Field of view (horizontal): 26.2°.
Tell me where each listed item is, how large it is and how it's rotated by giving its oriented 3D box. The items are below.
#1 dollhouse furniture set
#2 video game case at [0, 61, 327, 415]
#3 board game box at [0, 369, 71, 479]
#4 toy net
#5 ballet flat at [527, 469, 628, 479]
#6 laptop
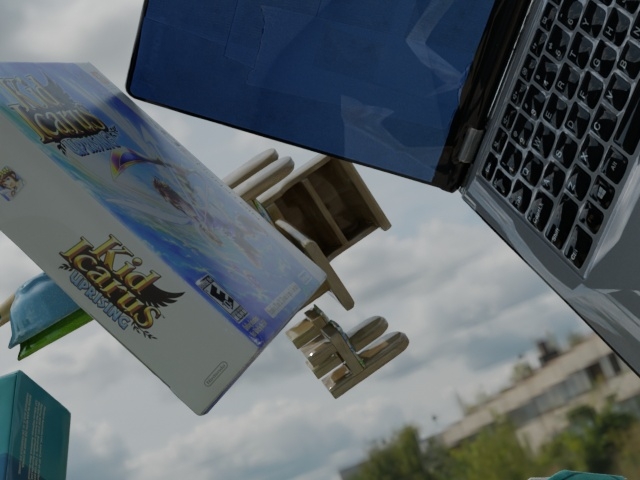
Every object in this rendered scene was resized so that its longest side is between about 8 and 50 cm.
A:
[{"bbox_3d":[0.000,0.000,1.354,0.161,0.212,0.242,-35,15,-5],"label":"dollhouse furniture set"},{"bbox_3d":[-0.120,-0.018,0.900,0.061,0.244,0.269,-49,-1,11],"label":"video game case"},{"bbox_3d":[-0.357,0.262,1.035,0.336,0.253,0.079,-17,-40,18],"label":"board game box"},{"bbox_3d":[-0.239,0.076,0.950,0.122,0.045,0.232,-33,5,-36],"label":"toy net"},{"bbox_3d":[0.124,0.356,0.992,0.147,0.408,0.147,19,-23,8],"label":"ballet flat"},{"bbox_3d":[0.096,-0.156,0.864,0.236,0.408,0.382,-4,-53,-32],"label":"laptop"}]
